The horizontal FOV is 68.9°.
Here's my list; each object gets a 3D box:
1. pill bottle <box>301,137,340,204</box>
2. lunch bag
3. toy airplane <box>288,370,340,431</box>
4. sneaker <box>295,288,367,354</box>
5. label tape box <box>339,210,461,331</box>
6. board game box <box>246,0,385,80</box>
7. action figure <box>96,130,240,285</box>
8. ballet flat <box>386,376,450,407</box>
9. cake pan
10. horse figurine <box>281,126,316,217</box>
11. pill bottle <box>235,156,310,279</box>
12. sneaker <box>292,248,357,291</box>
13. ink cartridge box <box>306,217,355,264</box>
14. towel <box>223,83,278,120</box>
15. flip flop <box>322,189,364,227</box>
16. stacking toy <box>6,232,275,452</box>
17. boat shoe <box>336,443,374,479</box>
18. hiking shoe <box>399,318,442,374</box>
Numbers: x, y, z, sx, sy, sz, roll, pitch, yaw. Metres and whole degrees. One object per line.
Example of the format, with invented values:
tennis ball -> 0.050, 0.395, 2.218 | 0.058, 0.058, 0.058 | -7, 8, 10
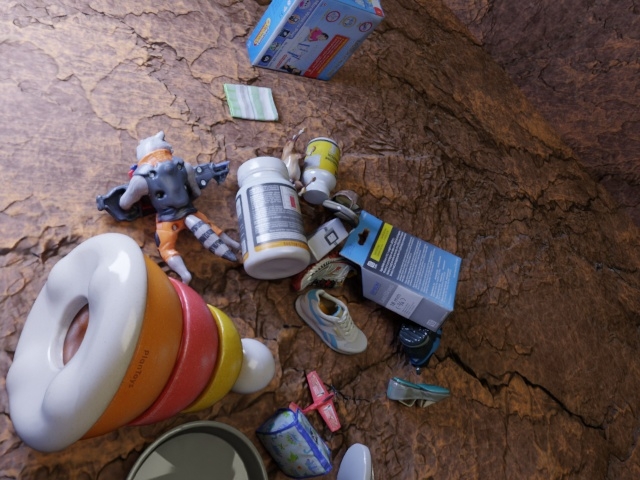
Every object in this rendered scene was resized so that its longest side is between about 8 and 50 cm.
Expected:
pill bottle -> -0.001, -0.201, 1.360 | 0.103, 0.103, 0.184 | 24, 57, -26
lunch bag -> -0.050, 0.431, 0.992 | 0.096, 0.151, 0.128 | -37, 93, -32
toy airplane -> -0.013, 0.400, 1.120 | 0.151, 0.028, 0.151 | 16, 59, -29
sneaker -> 0.042, 0.214, 1.206 | 0.229, 0.092, 0.087 | 41, 49, -16
label tape box -> 0.222, 0.080, 1.344 | 0.334, 0.105, 0.240 | 26, 39, 4
board game box -> -0.020, -0.636, 1.416 | 0.302, 0.308, 0.086 | -3, 70, -38
action figure -> -0.290, -0.095, 1.056 | 0.341, 0.179, 0.330 | -37, 103, -38
ballet flat -> 0.271, 0.431, 1.303 | 0.213, 0.072, 0.068 | 19, 86, -28
cake pan -> -0.239, 0.500, 0.890 | 0.294, 0.054, 0.292 | 16, 61, -31
horse figurine -> -0.069, -0.186, 1.285 | 0.066, 0.175, 0.262 | 4, 79, -30
pill bottle -> -0.125, -0.056, 1.157 | 0.162, 0.162, 0.278 | 6, 61, -34
sneaker -> 0.021, 0.090, 1.252 | 0.225, 0.088, 0.092 | -22, 85, -41
ink cartridge box -> 0.000, 0.000, 1.264 | 0.180, 0.104, 0.060 | -39, 100, -42
towel -> -0.200, -0.404, 1.362 | 0.152, 0.023, 0.113 | -6, 73, -38
flip flop -> 0.078, -0.101, 1.297 | 0.112, 0.080, 0.277 | 35, 13, 2
stacking toy -> -0.271, 0.224, 0.887 | 0.480, 0.351, 0.350 | 31, 52, -44
boat shoe -> 0.094, 0.610, 1.060 | 0.088, 0.096, 0.267 | 23, 58, -31
hiking shoe -> 0.316, 0.253, 1.405 | 0.304, 0.113, 0.131 | -42, 126, -47
